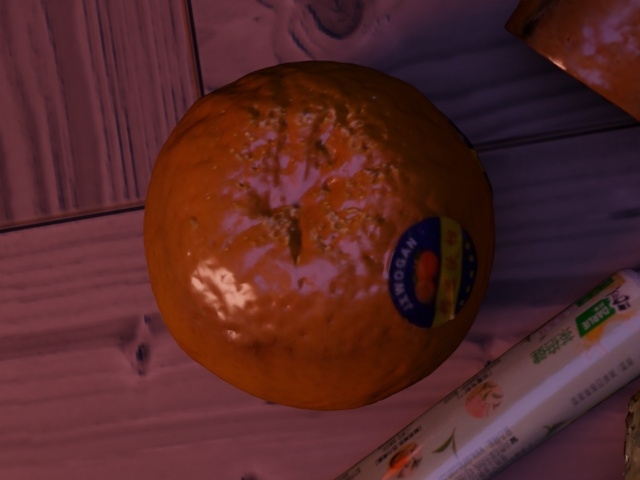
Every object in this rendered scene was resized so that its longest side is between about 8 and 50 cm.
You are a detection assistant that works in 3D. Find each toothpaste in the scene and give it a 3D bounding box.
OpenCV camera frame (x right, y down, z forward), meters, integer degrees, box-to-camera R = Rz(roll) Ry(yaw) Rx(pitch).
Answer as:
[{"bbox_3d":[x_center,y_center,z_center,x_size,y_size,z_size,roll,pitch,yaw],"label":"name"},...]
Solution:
[{"bbox_3d":[0.082,0.099,0.651,0.314,0.058,0.056,-36,69,5],"label":"toothpaste"}]

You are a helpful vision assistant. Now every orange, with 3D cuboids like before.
[{"bbox_3d":[0.000,-0.003,0.623,0.177,0.155,0.177,0,86,1],"label":"orange"}]

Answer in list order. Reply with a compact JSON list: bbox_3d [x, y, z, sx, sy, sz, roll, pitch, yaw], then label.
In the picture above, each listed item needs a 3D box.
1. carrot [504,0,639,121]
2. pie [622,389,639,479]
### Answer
[{"bbox_3d":[0.219,-0.200,0.614,0.139,0.139,0.302,33,100,8],"label":"carrot"},{"bbox_3d":[0.285,0.180,0.599,0.288,0.103,0.354,7,89,11],"label":"pie"}]
